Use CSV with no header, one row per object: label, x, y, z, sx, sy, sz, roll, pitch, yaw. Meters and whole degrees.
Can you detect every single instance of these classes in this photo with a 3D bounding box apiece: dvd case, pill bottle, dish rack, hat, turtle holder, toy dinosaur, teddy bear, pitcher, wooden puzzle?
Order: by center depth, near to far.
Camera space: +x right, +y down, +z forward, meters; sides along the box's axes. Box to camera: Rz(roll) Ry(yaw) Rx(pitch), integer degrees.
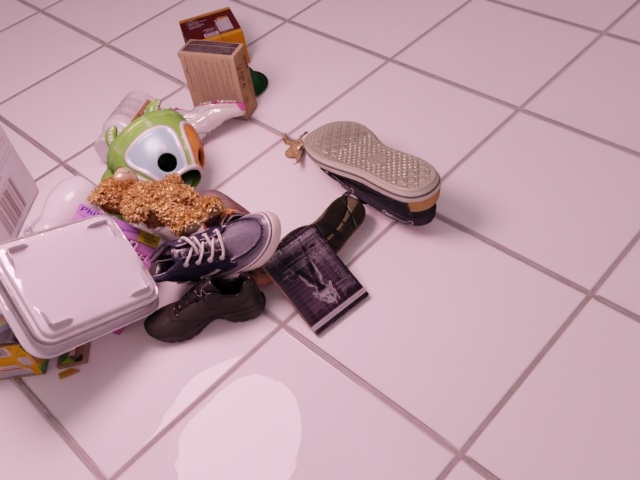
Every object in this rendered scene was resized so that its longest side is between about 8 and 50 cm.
dish rack,-0.534,0.077,1.477,0.333,0.072,0.285,-23,72,-46
dvd case,-0.015,0.090,1.584,0.165,0.018,0.221,-36,79,-22
wooden puzzle,-0.582,0.268,1.585,0.079,0.014,0.116,-15,46,-5
teddy bear,-0.403,-0.105,1.659,0.338,0.113,0.245,26,41,31
turtle holder,-0.468,-0.210,1.861,0.320,0.243,0.227,-30,66,-31
pitcher,-0.728,-0.081,1.875,0.178,0.125,0.207,13,60,40
toy dinosaur,-0.061,-0.268,1.983,0.093,0.053,0.183,-29,40,3
pill bottle,-0.595,-0.345,2.079,0.131,0.131,0.229,8,50,17
hat,-0.287,-0.585,2.213,0.209,0.183,0.173,18,53,25

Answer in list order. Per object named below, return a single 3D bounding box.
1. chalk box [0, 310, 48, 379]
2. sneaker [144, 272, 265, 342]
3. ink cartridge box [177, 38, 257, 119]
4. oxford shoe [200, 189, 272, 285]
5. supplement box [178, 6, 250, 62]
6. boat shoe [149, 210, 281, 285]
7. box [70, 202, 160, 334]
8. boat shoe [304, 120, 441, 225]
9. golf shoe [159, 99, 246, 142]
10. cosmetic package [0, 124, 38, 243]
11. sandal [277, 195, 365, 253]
chalk box,-0.716,0.202,1.591,0.133,0.132,0.213,-8,46,4
sneaker,-0.277,0.144,1.570,0.286,0.130,0.109,-19,49,-7
ink cartridge box,-0.318,-0.502,2.108,0.193,0.234,0.088,11,50,18
oxford shoe,-0.218,-0.045,1.732,0.130,0.132,0.364,-31,50,-18
supplement box,-0.375,-0.701,2.375,0.191,0.129,0.194,-19,47,-8
boat shoe,-0.251,0.026,1.549,0.341,0.158,0.127,-30,68,37
box,-0.531,0.068,1.621,0.214,0.117,0.243,25,45,-18
boat shoe,0.126,-0.183,1.792,0.187,0.156,0.500,-36,44,-20
golf shoe,-0.372,-0.353,2.065,0.306,0.140,0.115,-11,10,-1
cosmetic package,-1.061,-0.130,1.824,0.394,0.327,0.329,-5,47,6
sandal,0.002,0.000,1.688,0.303,0.086,0.120,-38,82,-32
